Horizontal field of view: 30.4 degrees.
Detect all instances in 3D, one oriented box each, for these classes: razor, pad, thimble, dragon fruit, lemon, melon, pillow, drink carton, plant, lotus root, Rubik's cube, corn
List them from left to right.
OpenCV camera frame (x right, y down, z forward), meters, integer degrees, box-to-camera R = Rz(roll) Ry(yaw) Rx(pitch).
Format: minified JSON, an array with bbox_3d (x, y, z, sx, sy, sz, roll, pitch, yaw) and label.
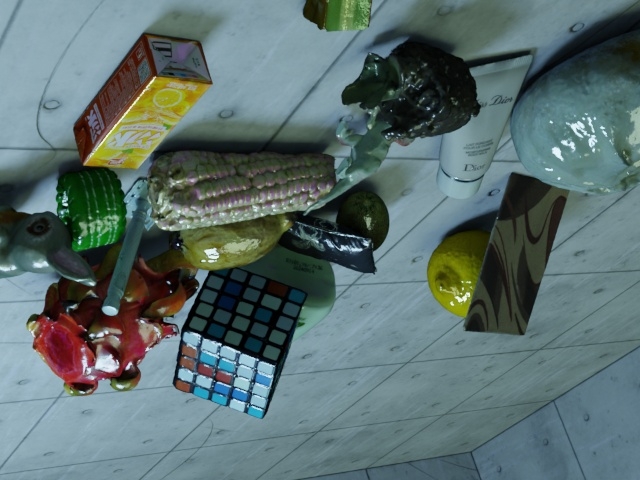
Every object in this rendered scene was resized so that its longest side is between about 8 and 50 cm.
[{"bbox_3d":[-0.351,-0.047,1.796,0.090,0.118,0.130,-12,174,-23],"label":"thimble"},{"bbox_3d":[-0.348,0.127,2.035,0.307,0.243,0.227,-23,118,19],"label":"dragon fruit"},{"bbox_3d":[-0.302,0.017,1.847,0.068,0.232,0.106,27,137,-18],"label":"razor"},{"bbox_3d":[-0.248,-0.185,1.623,0.096,0.071,0.223,1,151,-39],"label":"drink carton"},{"bbox_3d":[-0.144,-0.016,1.980,0.214,0.138,0.138,-11,158,11],"label":"lotus root"},{"bbox_3d":[-0.146,0.178,2.118,0.187,0.184,0.182,20,137,4],"label":"Rubik's cube"},{"bbox_3d":[-0.122,-0.087,1.884,0.335,0.126,0.126,-6,154,-35],"label":"corn"},{"bbox_3d":[0.000,0.000,2.127,0.208,0.055,0.141,17,160,15],"label":"pillow"},{"bbox_3d":[0.077,-0.035,2.162,0.099,0.099,0.162,-15,152,-7],"label":"melon"},{"bbox_3d":[0.138,-0.223,1.748,0.203,0.131,0.142,2,153,-36],"label":"plant"},{"bbox_3d":[0.323,0.068,2.456,0.244,0.186,0.187,-9,157,-44],"label":"lemon"},{"bbox_3d":[0.398,0.034,2.377,0.220,0.004,0.330,7,102,-45],"label":"pad"}]

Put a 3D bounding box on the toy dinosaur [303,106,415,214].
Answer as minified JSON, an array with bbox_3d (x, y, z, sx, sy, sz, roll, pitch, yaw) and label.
[{"bbox_3d":[0.066,-0.125,1.911,0.242,0.053,0.167,-57,147,0],"label":"toy dinosaur"}]

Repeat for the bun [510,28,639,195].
[{"bbox_3d":[0.503,-0.204,1.962,0.362,0.211,0.362,-17,158,-7],"label":"bun"}]

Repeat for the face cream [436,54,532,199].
[{"bbox_3d":[0.258,-0.193,1.986,0.143,0.089,0.314,-13,145,-15],"label":"face cream"}]

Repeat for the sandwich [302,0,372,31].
[{"bbox_3d":[0.024,-0.343,1.557,0.074,0.074,0.116,-7,122,-23],"label":"sandwich"}]

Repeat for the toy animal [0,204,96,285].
[{"bbox_3d":[-0.436,0.010,1.760,0.251,0.125,0.127,8,-162,19],"label":"toy animal"}]

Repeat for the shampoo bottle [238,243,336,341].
[{"bbox_3d":[-0.130,0.144,2.326,0.222,0.151,0.349,15,142,-31],"label":"shampoo bottle"}]
